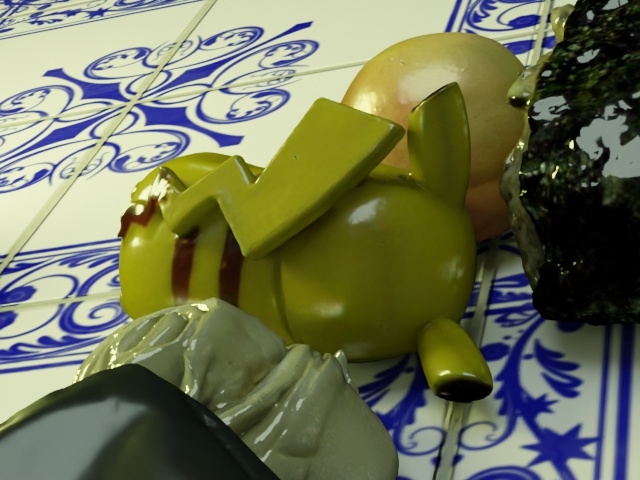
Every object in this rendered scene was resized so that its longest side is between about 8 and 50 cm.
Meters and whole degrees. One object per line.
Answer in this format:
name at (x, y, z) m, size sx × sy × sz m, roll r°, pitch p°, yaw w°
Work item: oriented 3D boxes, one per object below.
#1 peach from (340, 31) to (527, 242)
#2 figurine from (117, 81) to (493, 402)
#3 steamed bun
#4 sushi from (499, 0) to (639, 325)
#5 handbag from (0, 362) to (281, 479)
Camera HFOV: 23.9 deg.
peach at (0.095, -0.077, 1.232) m, size 0.184 × 0.184 × 0.184 m, roll -13°, pitch 25°, yaw 6°
figurine at (-0.007, 0.000, 1.117) m, size 0.327 × 0.218 × 0.169 m, roll 2°, pitch -3°, yaw 25°
steamed bun at (-0.075, 0.112, 0.976) m, size 0.211 × 0.144 × 0.218 m, roll -23°, pitch 26°, yaw -16°
sushi at (0.249, -0.079, 1.110) m, size 0.171 × 0.211 × 0.350 m, roll 6°, pitch 41°, yaw 27°
handbag at (-0.134, 0.229, 0.735) m, size 0.302 × 0.178 × 0.275 m, roll -29°, pitch 43°, yaw -22°
